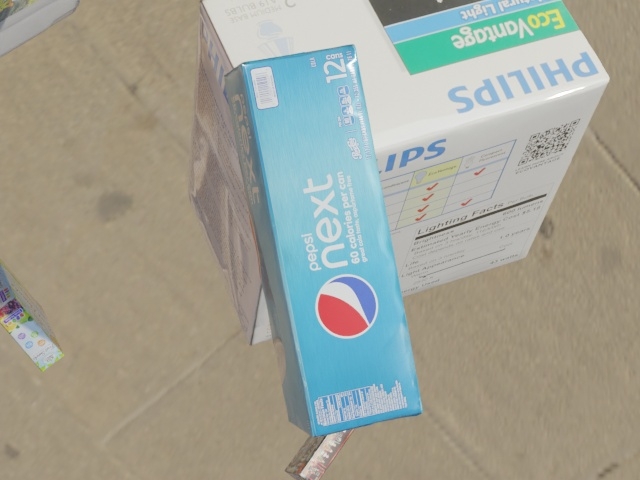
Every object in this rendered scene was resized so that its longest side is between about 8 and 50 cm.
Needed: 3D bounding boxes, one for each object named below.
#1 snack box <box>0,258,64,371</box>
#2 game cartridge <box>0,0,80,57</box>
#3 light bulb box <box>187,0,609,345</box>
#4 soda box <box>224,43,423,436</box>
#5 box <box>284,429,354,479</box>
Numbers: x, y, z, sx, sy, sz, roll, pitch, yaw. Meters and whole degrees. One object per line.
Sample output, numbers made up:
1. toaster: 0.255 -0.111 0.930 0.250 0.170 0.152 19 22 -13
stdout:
1. snack box: -0.361 0.084 1.837 0.037 0.141 0.100 -38 120 -3
2. game cartridge: -0.333 -0.340 1.764 0.060 0.196 0.294 38 136 15
3. light bulb box: 0.062 -0.106 1.621 0.358 0.361 0.225 -17 64 -17
4. soda box: 0.000 0.000 0.871 0.067 0.071 0.210 -11 93 -12
5. box: 0.012 0.244 1.935 0.027 0.094 0.137 38 77 -8
